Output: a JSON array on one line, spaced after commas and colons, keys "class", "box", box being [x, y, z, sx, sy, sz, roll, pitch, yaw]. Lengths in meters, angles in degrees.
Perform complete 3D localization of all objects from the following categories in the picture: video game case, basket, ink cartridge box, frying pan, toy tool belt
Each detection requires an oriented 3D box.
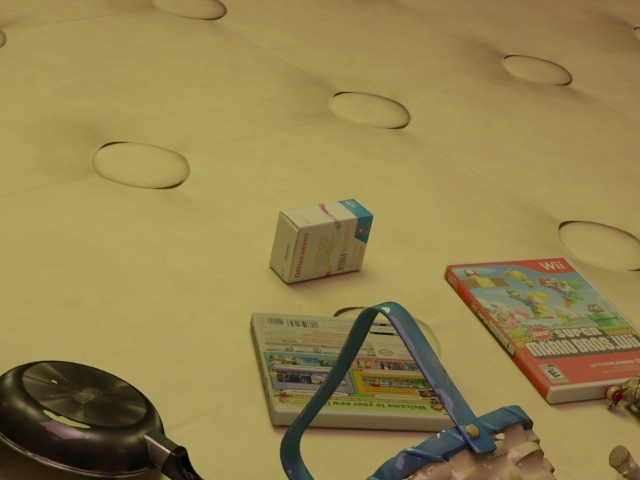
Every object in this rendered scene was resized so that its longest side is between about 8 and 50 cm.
[{"class": "video game case", "box": [0.034, 0.152, 1.436, 0.212, 0.023, 0.193, 5, 30, -15]}, {"class": "basket", "box": [0.080, 0.233, 1.096, 0.201, 0.255, 0.289, -18, 60, -38]}, {"class": "ink cartridge box", "box": [0.000, 0.000, 1.619, 0.122, 0.088, 0.052, -11, 37, -35]}, {"class": "video game case", "box": [0.314, 0.110, 1.616, 0.204, 0.025, 0.285, -3, 32, -25]}, {"class": "frying pan", "box": [-0.198, 0.202, 1.197, 0.326, 0.053, 0.197, 30, 18, 35]}, {"class": "toy tool belt", "box": [0.391, 0.189, 1.481, 0.083, 0.052, 0.051, -5, 26, -27]}]

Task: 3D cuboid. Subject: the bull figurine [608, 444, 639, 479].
[{"class": "bull figurine", "box": [0.338, 0.306, 1.164, 0.188, 0.101, 0.310, 30, 25, -30]}]
